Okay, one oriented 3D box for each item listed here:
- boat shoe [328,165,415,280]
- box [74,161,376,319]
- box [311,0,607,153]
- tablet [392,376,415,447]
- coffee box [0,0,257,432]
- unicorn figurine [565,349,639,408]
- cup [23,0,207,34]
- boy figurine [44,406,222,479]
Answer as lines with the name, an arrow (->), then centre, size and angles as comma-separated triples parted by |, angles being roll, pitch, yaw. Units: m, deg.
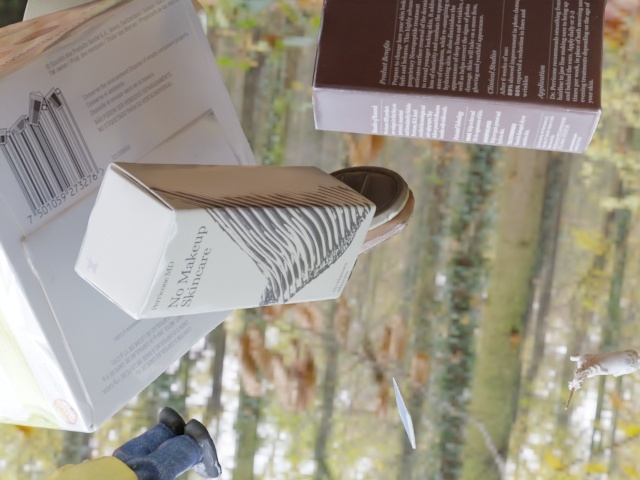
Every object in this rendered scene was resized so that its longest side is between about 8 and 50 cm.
boat shoe -> 0.000, 0.000, 1.551 | 0.307, 0.110, 0.104 | -16, 129, 39
box -> -0.079, -0.004, 1.178 | 0.094, 0.113, 0.275 | 34, -156, 33
box -> 0.187, -0.242, 1.767 | 0.381, 0.191, 0.143 | 7, 158, 3
tablet -> 0.102, 0.208, 1.574 | 0.006, 0.054, 0.083 | -14, -151, -4
coffee box -> -0.298, -0.038, 1.377 | 0.334, 0.338, 0.338 | -4, -154, 43
unicorn figurine -> 0.412, 0.187, 1.907 | 0.162, 0.060, 0.111 | -22, 176, -3
cup -> -0.322, -0.331, 2.123 | 0.237, 0.331, 0.331 | 15, -170, 4
boy figurine -> -0.243, 0.294, 1.431 | 0.285, 0.092, 0.177 | -34, -151, -33
